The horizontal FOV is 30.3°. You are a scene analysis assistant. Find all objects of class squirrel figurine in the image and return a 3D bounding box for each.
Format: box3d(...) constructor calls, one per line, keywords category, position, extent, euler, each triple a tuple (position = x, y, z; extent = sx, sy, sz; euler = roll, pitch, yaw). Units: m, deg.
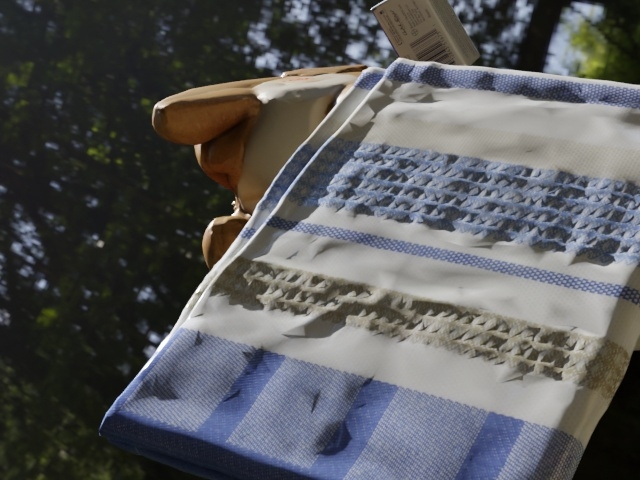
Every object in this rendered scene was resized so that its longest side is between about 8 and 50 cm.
box3d(category="squirrel figurine", position=(0.000, 0.000, 1.326), extent=(0.397, 0.281, 0.370), euler=(-67, -28, -75))

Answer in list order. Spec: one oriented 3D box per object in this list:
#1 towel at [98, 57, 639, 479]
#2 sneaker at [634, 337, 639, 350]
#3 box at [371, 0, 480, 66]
box3d(category="towel", position=(0.053, 0.012, 0.544), extent=(0.285, 0.209, 0.034), euler=(-55, -38, -37))
box3d(category="sneaker", position=(0.268, 0.037, 0.830), extent=(0.091, 0.258, 0.094), euler=(-40, -74, -49))
box3d(category="box", position=(0.137, -0.266, 1.517), extent=(0.126, 0.072, 0.137), euler=(59, -160, -5))
